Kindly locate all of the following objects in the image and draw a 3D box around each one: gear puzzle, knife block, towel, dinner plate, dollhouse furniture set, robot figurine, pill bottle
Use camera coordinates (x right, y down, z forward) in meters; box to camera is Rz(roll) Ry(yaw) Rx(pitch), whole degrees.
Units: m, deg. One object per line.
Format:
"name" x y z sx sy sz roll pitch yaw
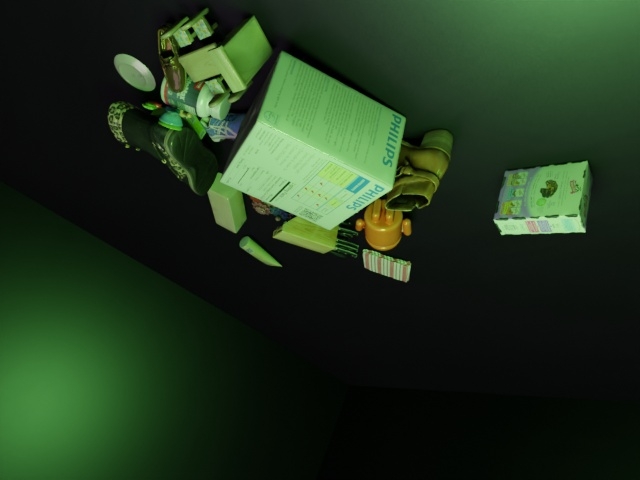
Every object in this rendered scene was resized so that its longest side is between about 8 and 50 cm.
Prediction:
"gear puzzle" -0.211 -0.180 1.795 0.175 0.044 0.339 15 152 18
"knife block" 0.000 0.000 1.746 0.242 0.275 0.088 59 148 -2
"towel" 0.263 0.099 1.938 0.196 0.029 0.144 19 153 17
"dinner plate" -0.583 -0.519 1.516 0.141 0.017 0.141 18 153 9
"dollhouse furniture set" -0.264 -0.440 1.203 0.241 0.161 0.212 -3 135 36
"robot figurine" 0.205 -0.049 1.600 0.128 0.158 0.219 57 169 30
"pill bottle" -0.357 -0.419 1.408 0.180 0.108 0.108 21 153 5

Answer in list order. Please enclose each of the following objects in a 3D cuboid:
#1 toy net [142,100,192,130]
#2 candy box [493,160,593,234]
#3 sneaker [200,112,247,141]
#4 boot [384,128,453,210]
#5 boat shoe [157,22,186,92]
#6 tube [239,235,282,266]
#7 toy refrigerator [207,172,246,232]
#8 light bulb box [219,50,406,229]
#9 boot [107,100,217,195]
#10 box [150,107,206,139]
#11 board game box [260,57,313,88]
"toy net" -0.442 -0.379 1.453 0.121 0.045 0.232 19 -162 -2
"candy box" 0.543 -0.100 1.183 0.196 0.165 0.070 -1 144 42
"sneaker" -0.294 -0.358 1.498 0.211 0.080 0.081 -4 145 42
"boot" 0.214 -0.161 1.281 0.283 0.220 0.109 -8 140 47
"boat shoe" -0.404 -0.483 1.299 0.064 0.060 0.178 4 120 10
"tube" -0.285 0.064 2.298 0.240 0.062 0.070 43 -168 -42
"toy refrigerator" -0.368 -0.148 1.936 0.102 0.094 0.270 26 154 11
"light bulb box" -0.030 -0.237 1.289 0.360 0.226 0.358 23 155 -18
"boot" -0.517 -0.305 1.625 0.284 0.138 0.377 26 168 13
"box" -0.485 -0.395 1.633 0.178 0.043 0.109 9 149 27
"board game box" -0.062 -0.398 1.295 0.126 0.026 0.186 39 150 -28
